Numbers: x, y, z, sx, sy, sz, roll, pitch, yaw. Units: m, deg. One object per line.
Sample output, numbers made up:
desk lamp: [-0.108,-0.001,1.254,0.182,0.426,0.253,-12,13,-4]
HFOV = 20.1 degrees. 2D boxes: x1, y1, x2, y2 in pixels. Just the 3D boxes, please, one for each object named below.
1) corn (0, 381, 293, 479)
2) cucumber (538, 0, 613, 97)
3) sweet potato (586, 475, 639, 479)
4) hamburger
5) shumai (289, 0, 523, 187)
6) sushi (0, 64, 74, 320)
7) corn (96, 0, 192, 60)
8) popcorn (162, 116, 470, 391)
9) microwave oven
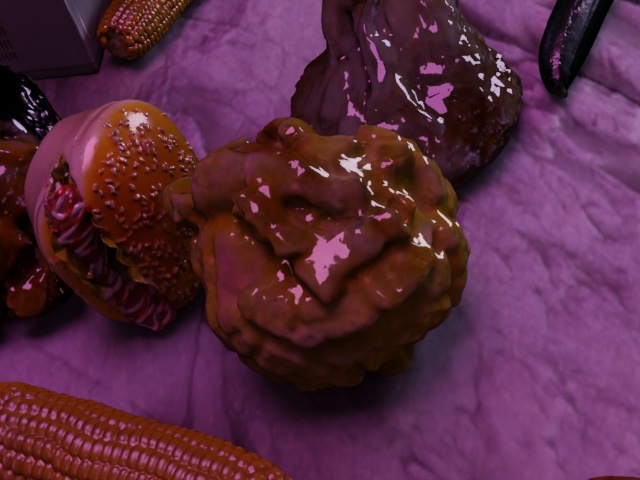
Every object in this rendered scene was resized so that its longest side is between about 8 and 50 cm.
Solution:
corn: [-0.162,0.182,1.442,0.305,0.106,0.106,9,49,21]
cucumber: [0.263,-0.243,1.776,0.056,0.056,0.284,6,48,23]
sweet potato: [0.137,0.313,1.208,0.131,0.131,0.336,28,71,37]
hamburger: [-0.166,-0.022,1.574,0.116,0.210,0.173,12,61,39]
shumai: [0.062,-0.177,1.668,0.222,0.203,0.272,-22,47,-4]
sushi: [-0.317,-0.033,1.655,0.200,0.213,0.204,-36,28,12]
corn: [-0.167,-0.268,1.921,0.068,0.068,0.207,12,50,27]
popcorn: [0.000,0.000,1.478,0.259,0.212,0.259,3,79,-15]
microwave oven: [-0.300,-0.292,1.921,0.129,0.163,0.205,-6,48,14]
